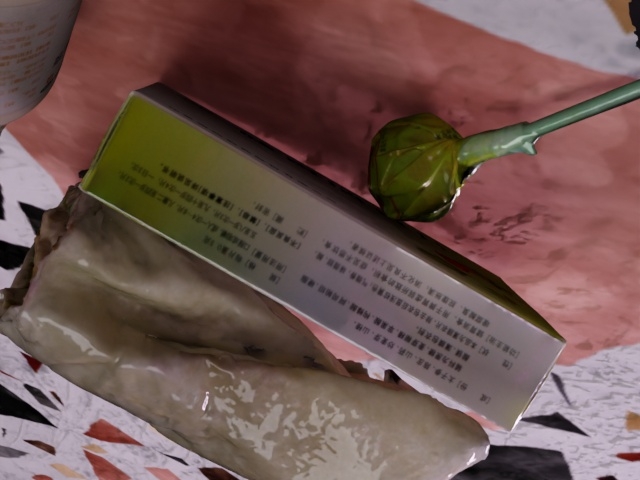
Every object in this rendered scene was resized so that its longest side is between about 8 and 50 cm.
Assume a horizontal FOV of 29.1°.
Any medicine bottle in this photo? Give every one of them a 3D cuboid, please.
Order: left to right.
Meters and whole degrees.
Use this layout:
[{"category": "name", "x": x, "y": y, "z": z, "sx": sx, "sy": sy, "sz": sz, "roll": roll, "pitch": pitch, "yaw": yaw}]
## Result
[{"category": "medicine bottle", "x": -0.197, "y": -0.124, "z": 0.688, "sx": 0.114, "sy": 0.114, "sz": 0.252, "roll": 28, "pitch": 149, "yaw": -8}]

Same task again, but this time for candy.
[{"category": "candy", "x": 0.105, "y": -0.057, "z": 0.658, "sx": 0.193, "sy": 0.062, "sz": 0.058, "roll": -18, "pitch": 171, "yaw": 38}]

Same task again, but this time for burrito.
[{"category": "burrito", "x": -0.056, "y": 0.085, "z": 0.843, "sx": 0.331, "sy": 0.135, "sz": 0.190, "roll": 33, "pitch": 169, "yaw": -10}]

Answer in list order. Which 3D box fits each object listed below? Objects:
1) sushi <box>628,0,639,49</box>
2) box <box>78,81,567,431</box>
[{"category": "sushi", "x": 0.254, "y": -0.177, "z": 0.353, "sx": 0.359, "sy": 0.064, "sz": 0.343, "roll": 5, "pitch": 148, "yaw": 26}, {"category": "box", "x": -0.001, "y": 0.000, "z": 0.705, "sx": 0.260, "sy": 0.062, "sz": 0.175, "roll": 29, "pitch": -174, "yaw": -7}]
